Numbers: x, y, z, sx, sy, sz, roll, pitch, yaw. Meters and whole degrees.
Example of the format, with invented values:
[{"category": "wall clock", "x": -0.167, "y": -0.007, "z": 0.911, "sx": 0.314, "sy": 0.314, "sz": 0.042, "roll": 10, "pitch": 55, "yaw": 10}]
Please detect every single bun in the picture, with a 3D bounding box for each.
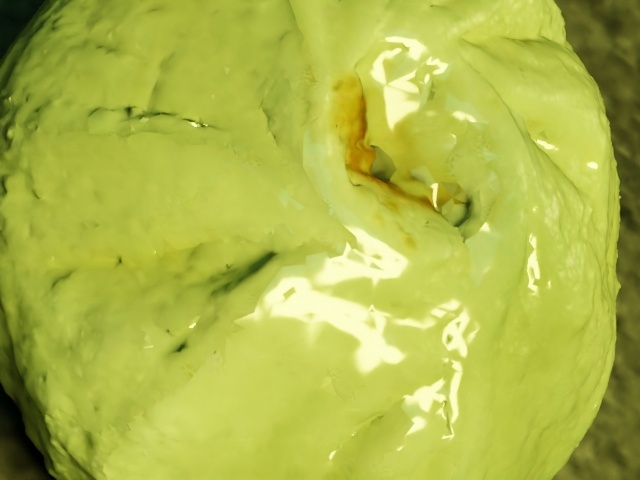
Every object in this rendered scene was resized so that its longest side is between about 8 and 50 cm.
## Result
[{"category": "bun", "x": 0.000, "y": 0.000, "z": 0.514, "sx": 0.195, "sy": 0.118, "sz": 0.195, "roll": 5, "pitch": 78, "yaw": -22}]
